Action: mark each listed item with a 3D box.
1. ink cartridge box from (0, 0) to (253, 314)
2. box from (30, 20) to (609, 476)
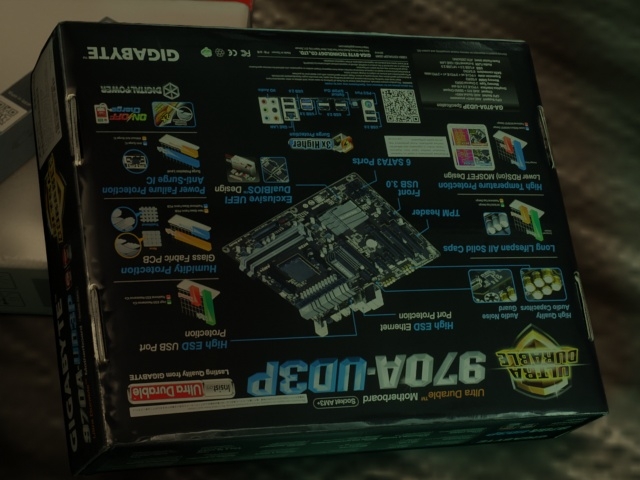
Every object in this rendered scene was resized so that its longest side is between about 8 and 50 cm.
[{"bbox_3d":[-0.178,-0.096,0.719,0.296,0.066,0.261,2,66,1],"label":"ink cartridge box"},{"bbox_3d":[0.000,0.000,0.627,0.220,0.051,0.175,-1,70,-24],"label":"box"}]
